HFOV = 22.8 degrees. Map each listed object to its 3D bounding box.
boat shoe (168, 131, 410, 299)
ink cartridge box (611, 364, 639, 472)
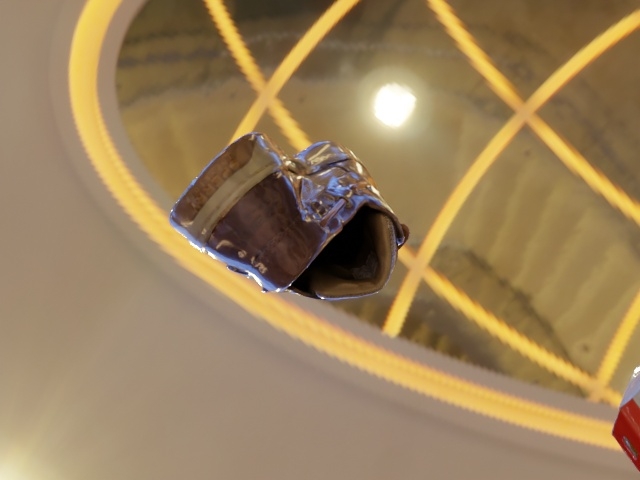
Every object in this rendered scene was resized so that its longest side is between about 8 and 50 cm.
[{"bbox_3d":[0.000,0.000,1.208,0.123,0.342,0.123,42,-84,13],"label":"boat shoe"},{"bbox_3d":[0.297,0.171,1.261,0.045,0.179,0.145,-36,-90,19],"label":"ink cartridge box"}]
